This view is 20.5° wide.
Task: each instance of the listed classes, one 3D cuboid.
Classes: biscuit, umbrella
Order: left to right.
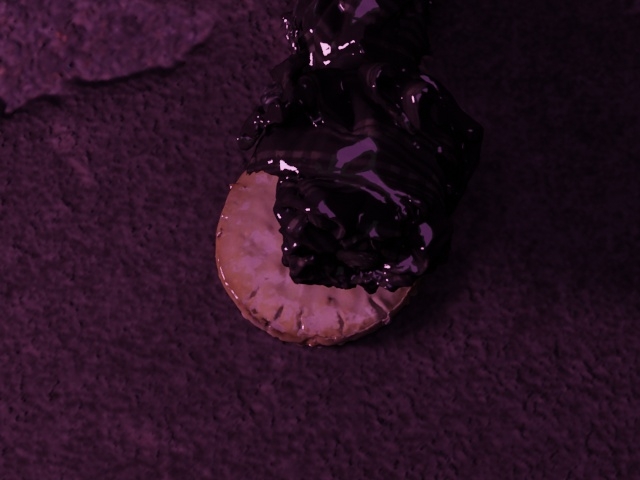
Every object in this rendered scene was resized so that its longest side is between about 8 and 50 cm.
[{"bbox_3d":[0.000,0.000,1.200,0.152,0.020,0.152,-1,70,3],"label":"biscuit"},{"bbox_3d":[0.044,-0.126,1.178,0.154,0.128,0.337,11,61,9],"label":"umbrella"}]
